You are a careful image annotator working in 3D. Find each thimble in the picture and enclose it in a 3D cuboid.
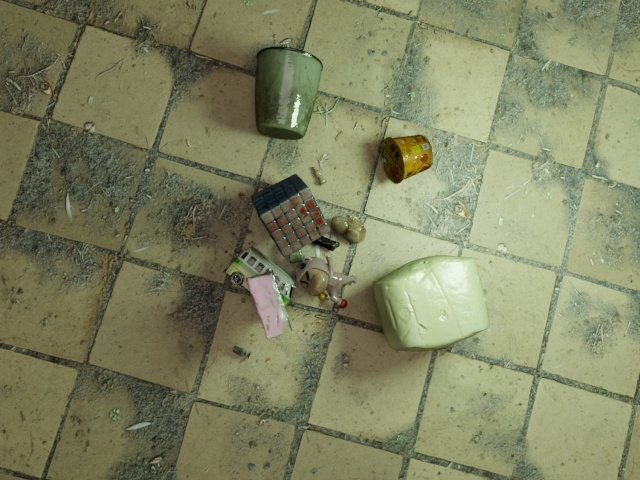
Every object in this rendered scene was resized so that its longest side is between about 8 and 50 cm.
[{"bbox_3d":[-0.115,0.047,1.808,0.062,0.084,0.109,-9,83,-5],"label":"thimble"}]

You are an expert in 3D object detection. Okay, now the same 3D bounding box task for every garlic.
[{"bbox_3d":[0.132,-0.062,1.835,0.175,0.099,0.124,26,104,3],"label":"garlic"}]

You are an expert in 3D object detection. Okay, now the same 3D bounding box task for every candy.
[{"bbox_3d":[-0.204,0.255,1.609,0.116,0.155,0.264,-19,89,-12],"label":"candy"}]

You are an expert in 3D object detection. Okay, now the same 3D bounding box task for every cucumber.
[{"bbox_3d":[0.000,0.000,1.839,0.182,0.053,0.053,23,85,0],"label":"cucumber"}]

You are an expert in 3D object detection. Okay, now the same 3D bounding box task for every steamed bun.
[{"bbox_3d":[0.463,0.262,1.732,0.457,0.290,0.370,-12,81,-7],"label":"steamed bun"}]

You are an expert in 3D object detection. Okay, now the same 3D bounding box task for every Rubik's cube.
[{"bbox_3d":[-0.132,-0.114,1.709,0.238,0.237,0.238,-28,121,-4],"label":"Rubik's cube"}]

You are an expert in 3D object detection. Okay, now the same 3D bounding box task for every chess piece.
[{"bbox_3d":[-0.007,-0.304,1.869,0.035,0.035,0.092,-30,84,-5],"label":"chess piece"}]

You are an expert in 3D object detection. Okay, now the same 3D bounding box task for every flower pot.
[{"bbox_3d":[-0.155,-0.631,1.770,0.294,0.293,0.329,8,93,-3],"label":"flower pot"}]

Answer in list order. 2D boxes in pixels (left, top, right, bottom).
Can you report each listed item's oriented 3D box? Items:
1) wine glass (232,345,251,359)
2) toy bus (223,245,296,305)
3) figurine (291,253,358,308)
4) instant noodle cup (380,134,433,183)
[{"bbox_3d":[-0.350,0.496,1.786,0.083,0.039,0.042,25,87,3],"label":"wine glass"},{"bbox_3d":[-0.252,0.175,1.763,0.305,0.143,0.179,40,83,1],"label":"toy bus"},{"bbox_3d":[0.023,0.178,1.770,0.288,0.186,0.176,31,113,-17],"label":"figurine"},{"bbox_3d":[0.396,-0.381,1.821,0.173,0.216,0.215,-18,87,-14],"label":"instant noodle cup"}]
